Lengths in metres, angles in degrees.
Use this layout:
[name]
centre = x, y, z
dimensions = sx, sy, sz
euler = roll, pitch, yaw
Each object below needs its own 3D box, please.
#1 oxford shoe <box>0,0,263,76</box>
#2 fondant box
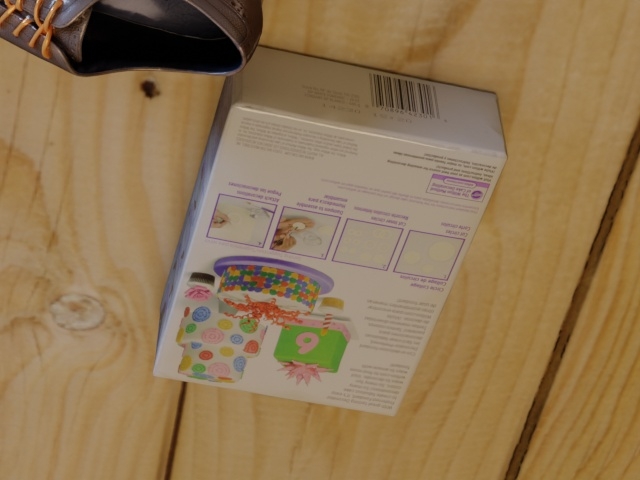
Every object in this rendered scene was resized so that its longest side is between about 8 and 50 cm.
[oxford shoe]
centre = -0.219, -0.205, 1.319
dimensions = 0.363, 0.133, 0.130
euler = 7, 131, -8
[fondant box]
centre = 0.000, 0.000, 1.535
dimensions = 0.238, 0.096, 0.330
euler = 11, 129, -11
